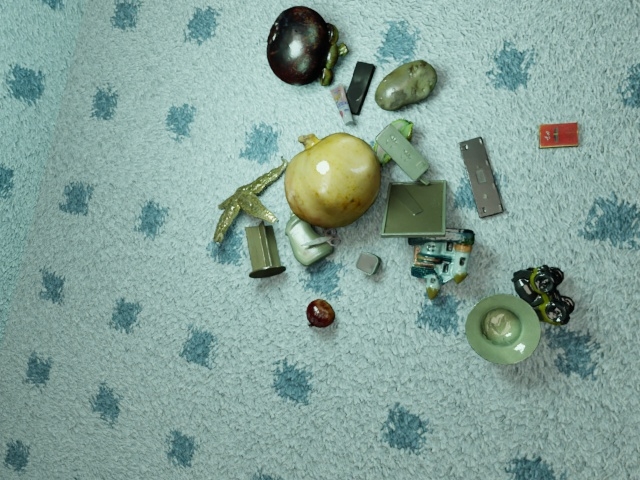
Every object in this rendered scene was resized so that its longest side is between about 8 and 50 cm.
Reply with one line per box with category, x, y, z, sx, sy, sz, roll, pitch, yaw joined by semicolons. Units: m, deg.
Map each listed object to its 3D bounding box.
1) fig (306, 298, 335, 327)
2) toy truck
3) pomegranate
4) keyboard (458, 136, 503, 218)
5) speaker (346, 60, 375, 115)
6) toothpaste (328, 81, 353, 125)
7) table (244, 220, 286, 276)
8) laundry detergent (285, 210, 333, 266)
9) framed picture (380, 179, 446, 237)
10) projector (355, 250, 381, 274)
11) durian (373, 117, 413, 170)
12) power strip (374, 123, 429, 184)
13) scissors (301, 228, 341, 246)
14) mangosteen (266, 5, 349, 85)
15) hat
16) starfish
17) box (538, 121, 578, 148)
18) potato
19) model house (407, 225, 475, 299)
fig;-0.015;0.313;1.855;0.150;0.128;0.129;-17;82;22
toy truck;0.809;0.204;1.593;0.165;0.147;0.225;-24;82;39
pomegranate;0.041;-0.249;1.722;0.410;0.411;0.413;-1;87;18
keyboard;0.629;-0.248;1.724;0.106;0.027;0.318;-14;83;13
speaker;0.163;-0.659;1.887;0.082;0.044;0.218;21;94;18
toothpaste;0.094;-0.584;1.865;0.067;0.042;0.195;-25;73;21
table;-0.255;0.038;1.940;0.166;0.167;0.227;-18;73;16
laundry detergent;-0.063;-0.025;1.899;0.181;0.091;0.254;-30;78;1
framed picture;0.368;-0.129;1.697;0.240;0.021;0.325;-2;44;17
projector;0.200;0.094;1.814;0.083;0.082;0.083;25;95;18
durian;0.302;-0.397;1.806;0.221;0.095;0.137;-52;38;11
power strip;0.341;-0.331;1.731;0.288;0.053;0.093;44;102;-9
scissors;0.000;0.000;1.836;0.175;0.022;0.086;-14;70;-22
mangosteen;-0.077;-0.815;1.856;0.329;0.330;0.331;-1;87;18
hat;0.671;0.322;1.624;0.256;0.130;0.258;-1;86;17
starfish;-0.314;-0.167;1.943;0.431;0.082;0.324;-24;48;16
box;0.898;-0.396;1.647;0.133;0.023;0.091;2;85;18
potato;0.342;-0.630;1.774;0.262;0.165;0.165;-18;82;13
model house;0.455;0.092;1.690;0.252;0.184;0.292;6;93;15
